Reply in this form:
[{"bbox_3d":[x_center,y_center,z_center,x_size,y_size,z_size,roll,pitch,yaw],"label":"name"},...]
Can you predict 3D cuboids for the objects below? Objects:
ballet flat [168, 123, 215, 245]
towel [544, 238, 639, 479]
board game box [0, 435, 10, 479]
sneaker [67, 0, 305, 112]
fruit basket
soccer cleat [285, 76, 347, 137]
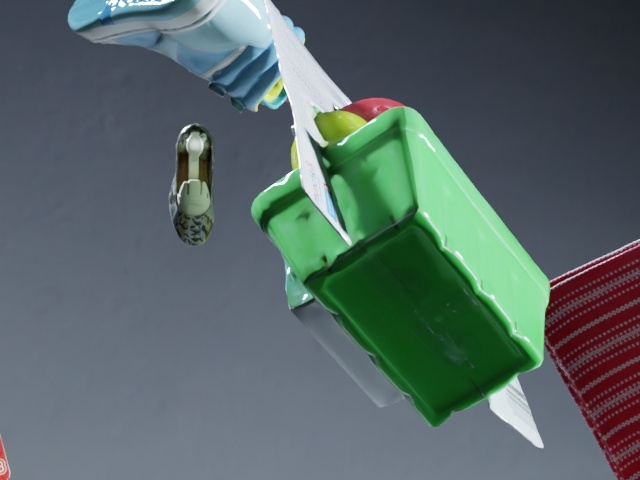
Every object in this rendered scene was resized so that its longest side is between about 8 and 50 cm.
[{"bbox_3d":[-0.112,-0.053,1.427,0.041,0.041,0.114,-3,65,4],"label":"ballet flat"},{"bbox_3d":[0.362,0.136,1.757,0.199,0.275,0.031,-27,13,15],"label":"towel"},{"bbox_3d":[-0.444,0.217,1.608,0.259,0.124,0.039,-15,5,-18],"label":"board game box"},{"bbox_3d":[-0.142,-0.221,1.811,0.127,0.208,0.319,-57,31,-12],"label":"sneaker"},{"bbox_3d":[0.050,-0.019,1.370,0.165,0.327,0.353,-36,32,8],"label":"fruit basket"},{"bbox_3d":[0.040,-0.116,2.041,0.095,0.248,0.083,-34,13,-33],"label":"soccer cleat"}]
